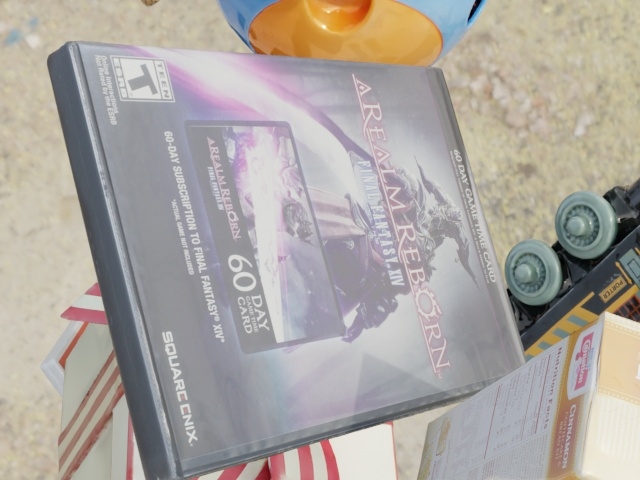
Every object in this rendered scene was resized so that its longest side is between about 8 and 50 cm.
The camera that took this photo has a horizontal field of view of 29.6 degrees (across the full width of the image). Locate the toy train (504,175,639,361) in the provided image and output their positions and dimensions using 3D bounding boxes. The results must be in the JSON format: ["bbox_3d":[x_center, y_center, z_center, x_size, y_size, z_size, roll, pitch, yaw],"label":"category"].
[{"bbox_3d":[0.303,0.077,1.390,0.334,0.142,0.190,-49,60,35],"label":"toy train"}]

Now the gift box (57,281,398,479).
[{"bbox_3d":[-0.096,0.160,0.995,0.258,0.276,0.255,-49,42,48],"label":"gift box"}]

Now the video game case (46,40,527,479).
[{"bbox_3d":[0.000,0.000,0.616,0.026,0.274,0.196,-22,79,42],"label":"video game case"}]

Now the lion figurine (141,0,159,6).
[{"bbox_3d":[-0.253,-0.485,1.642,0.142,0.240,0.392,-25,41,19],"label":"lion figurine"}]

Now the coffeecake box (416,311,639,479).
[{"bbox_3d":[0.137,0.109,0.527,0.142,0.185,0.068,19,65,-9],"label":"coffeecake box"}]

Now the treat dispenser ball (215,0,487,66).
[{"bbox_3d":[0.029,-0.289,1.165,0.288,0.288,0.288,-12,51,16],"label":"treat dispenser ball"}]

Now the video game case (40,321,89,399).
[{"bbox_3d":[-0.251,0.230,1.592,0.025,0.285,0.204,-28,15,14],"label":"video game case"}]
